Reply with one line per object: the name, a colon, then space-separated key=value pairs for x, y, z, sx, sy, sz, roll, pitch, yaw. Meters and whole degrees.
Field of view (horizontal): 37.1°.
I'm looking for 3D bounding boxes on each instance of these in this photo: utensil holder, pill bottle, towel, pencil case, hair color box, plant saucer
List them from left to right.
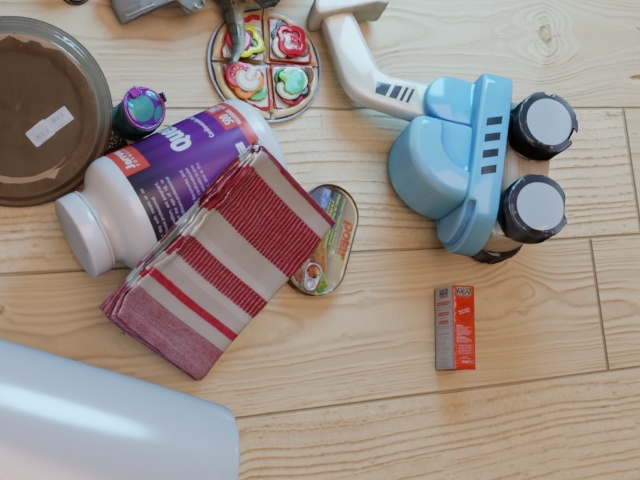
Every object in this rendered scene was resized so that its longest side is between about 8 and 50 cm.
plant saucer: x=-0.439 y=-0.183 z=1.379 sx=0.277 sy=0.041 sz=0.278 roll=-3 pitch=102 yaw=-16
utensil holder: x=-0.338 y=0.311 z=1.240 sx=0.385 sy=0.327 sz=0.328 roll=18 pitch=75 yaw=-20
pencil case: x=-0.275 y=-0.190 z=1.433 sx=0.064 sy=0.151 sz=0.070 roll=-19 pitch=95 yaw=-19
pill bottle: x=-0.220 y=-0.073 z=1.420 sx=0.322 sy=0.181 sz=0.182 roll=-28 pitch=92 yaw=-23
towel: x=-0.137 y=0.039 z=1.403 sx=0.329 sy=0.037 sz=0.237 roll=-48 pitch=137 yaw=-4
hair color box: x=0.228 y=0.149 z=1.620 sx=0.043 sy=0.072 sz=0.141 roll=3 pitch=81 yaw=-20

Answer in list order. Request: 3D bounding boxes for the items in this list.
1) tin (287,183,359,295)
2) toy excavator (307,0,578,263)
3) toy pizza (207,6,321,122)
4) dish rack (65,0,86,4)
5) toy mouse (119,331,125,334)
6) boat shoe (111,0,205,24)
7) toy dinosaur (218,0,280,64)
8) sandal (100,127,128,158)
tin: x=0.000 y=0.000 z=1.575 sx=0.106 sy=0.040 sz=0.190 roll=20 pitch=75 yaw=-13
toy excavator: x=0.180 y=-0.204 z=1.600 sx=0.445 sy=0.222 sz=0.433 roll=11 pitch=76 yaw=-11
toy pizza: x=-0.089 y=-0.296 z=1.588 sx=0.201 sy=0.032 sz=0.201 roll=4 pitch=80 yaw=-21
dish rack: x=-0.349 y=-0.528 z=1.505 sx=0.271 sy=0.074 sz=0.208 roll=-42 pitch=99 yaw=-23
toy mouse: x=-0.231 y=0.077 z=1.472 sx=0.161 sy=0.031 sz=0.143 roll=3 pitch=78 yaw=-22
boat shoe: x=-0.220 y=-0.397 z=1.510 sx=0.227 sy=0.079 sz=0.081 roll=-16 pitch=103 yaw=0
toy dinosaur: x=-0.129 y=-0.414 z=1.565 sx=0.118 sy=0.064 sz=0.268 roll=-15 pitch=75 yaw=-10
sandal: x=-0.355 y=-0.163 z=1.453 sx=0.067 sy=0.040 sz=0.179 roll=-46 pitch=110 yaw=-11
